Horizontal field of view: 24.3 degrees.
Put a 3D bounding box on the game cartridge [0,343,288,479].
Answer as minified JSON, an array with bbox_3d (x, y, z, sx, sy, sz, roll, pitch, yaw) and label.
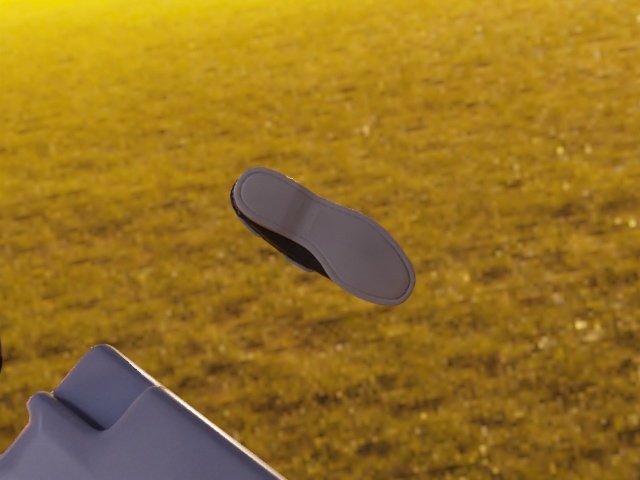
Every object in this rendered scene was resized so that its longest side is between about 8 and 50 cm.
[{"bbox_3d":[-0.073,0.191,0.340,0.196,0.060,0.294,34,77,26],"label":"game cartridge"}]

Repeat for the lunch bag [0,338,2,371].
[{"bbox_3d":[-0.321,0.059,0.800,0.293,0.258,0.120,-26,8,-41],"label":"lunch bag"}]

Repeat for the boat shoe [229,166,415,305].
[{"bbox_3d":[0.000,0.000,0.903,0.125,0.046,0.038,29,-14,-4],"label":"boat shoe"}]
